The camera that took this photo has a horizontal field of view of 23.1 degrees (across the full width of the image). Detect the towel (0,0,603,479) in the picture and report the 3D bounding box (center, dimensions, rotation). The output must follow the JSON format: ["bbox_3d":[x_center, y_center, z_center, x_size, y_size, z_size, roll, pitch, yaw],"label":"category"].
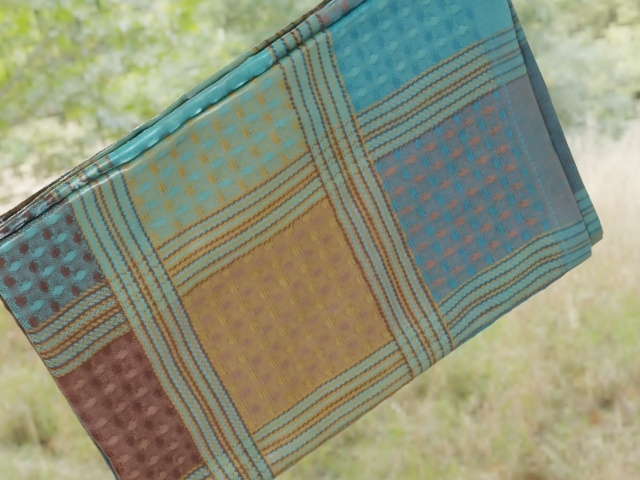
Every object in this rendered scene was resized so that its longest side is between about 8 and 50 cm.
[{"bbox_3d":[0.000,0.000,0.974,0.370,0.271,0.040,-35,33,-14],"label":"towel"}]
